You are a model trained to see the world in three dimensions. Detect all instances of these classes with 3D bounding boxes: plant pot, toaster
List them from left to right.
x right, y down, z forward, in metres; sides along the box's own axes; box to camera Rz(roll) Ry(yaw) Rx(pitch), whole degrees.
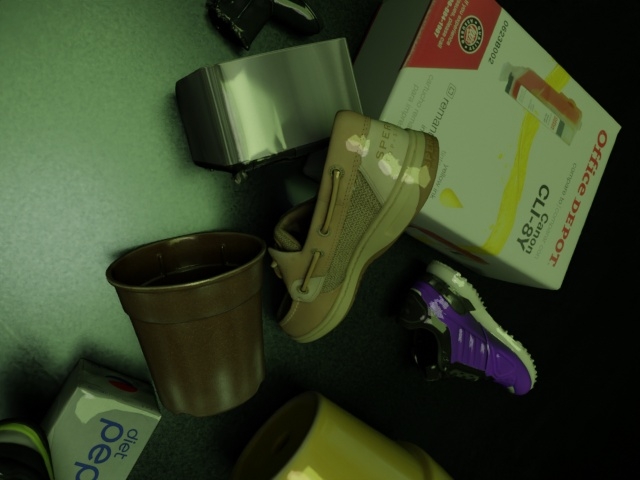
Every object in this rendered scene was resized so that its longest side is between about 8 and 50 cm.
[{"bbox_3d":[-0.133,0.092,0.519,0.167,0.167,0.165,-15,111,-24],"label":"plant pot"},{"bbox_3d":[-0.057,-0.142,0.506,0.168,0.186,0.110,-22,110,-22],"label":"toaster"},{"bbox_3d":[0.023,0.334,0.587,0.254,0.254,0.239,-44,97,-15],"label":"plant pot"}]

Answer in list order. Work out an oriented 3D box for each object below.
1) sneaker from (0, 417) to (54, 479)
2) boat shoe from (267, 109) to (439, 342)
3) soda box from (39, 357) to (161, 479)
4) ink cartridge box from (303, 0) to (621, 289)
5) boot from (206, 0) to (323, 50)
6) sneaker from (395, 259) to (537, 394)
[{"bbox_3d":[-0.265,0.273,0.400,0.084,0.097,0.234,-18,102,-21],"label":"sneaker"},{"bbox_3d":[0.000,0.000,0.516,0.110,0.341,0.121,19,45,-11],"label":"boat shoe"},{"bbox_3d":[-0.292,0.284,0.495,0.098,0.091,0.286,33,81,-26],"label":"soda box"},{"bbox_3d":[0.215,-0.131,0.654,0.385,0.160,0.279,26,85,-27],"label":"ink cartridge box"},{"bbox_3d":[-0.068,-0.273,0.560,0.121,0.045,0.099,41,76,-17],"label":"boot"},{"bbox_3d":[0.222,0.177,0.740,0.146,0.102,0.293,-46,109,-10],"label":"sneaker"}]
